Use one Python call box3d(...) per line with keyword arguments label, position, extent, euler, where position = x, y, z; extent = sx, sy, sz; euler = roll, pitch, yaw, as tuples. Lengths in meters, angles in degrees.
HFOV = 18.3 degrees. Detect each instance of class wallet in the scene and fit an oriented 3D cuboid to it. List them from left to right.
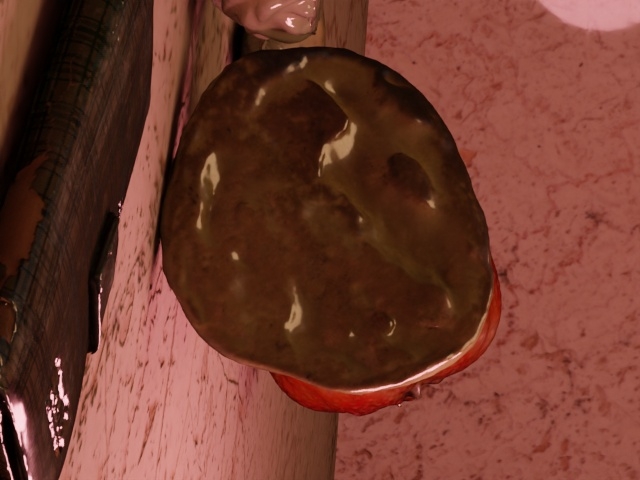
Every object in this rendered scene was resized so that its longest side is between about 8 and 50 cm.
box3d(label="wallet", position=(-0.135, -0.011, 1.071), extent=(0.169, 0.044, 0.317), euler=(92, 6, -53))

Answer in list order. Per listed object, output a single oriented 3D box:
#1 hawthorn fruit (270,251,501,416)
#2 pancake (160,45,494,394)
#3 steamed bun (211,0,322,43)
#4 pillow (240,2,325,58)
box3d(label="hawthorn fruit", position=(0.046, 0.018, 2.255), extent=(0.285, 0.284, 0.369), euler=(-66, 139, -77))
box3d(label="pancake", position=(0.003, -0.017, 1.567), extent=(0.049, 0.294, 0.294), euler=(137, -37, -65))
box3d(label="steamed bun", position=(-0.044, -0.246, 1.597), extent=(0.183, 0.106, 0.183), euler=(9, 90, -87))
box3d(label="pillow", position=(-0.040, -0.141, 1.972), extent=(0.302, 0.074, 0.185), euler=(91, 12, -52))
